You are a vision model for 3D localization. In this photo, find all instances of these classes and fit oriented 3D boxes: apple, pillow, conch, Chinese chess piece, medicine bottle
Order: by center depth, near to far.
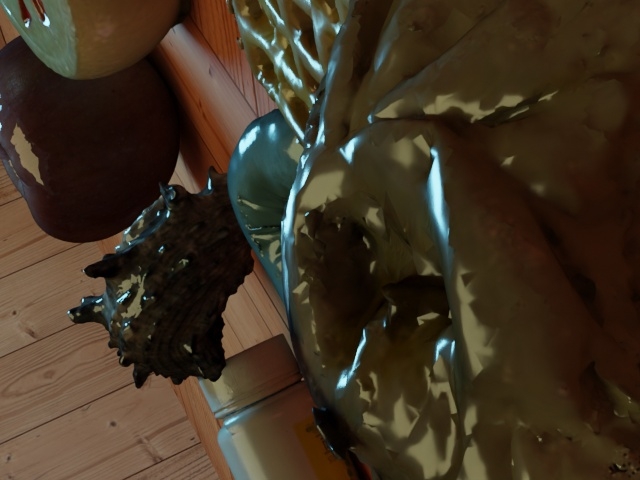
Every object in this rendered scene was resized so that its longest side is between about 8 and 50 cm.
[{"bbox_3d":[0.000,0.000,1.115,0.233,0.086,0.214,63,161,3],"label":"pillow"},{"bbox_3d":[-0.282,-0.339,1.382,0.338,0.140,0.338,47,158,27],"label":"Chinese chess piece"},{"bbox_3d":[-0.171,0.037,1.503,0.240,0.186,0.313,-65,-9,-52],"label":"conch"},{"bbox_3d":[-0.046,0.255,1.589,0.258,0.143,0.143,63,166,5],"label":"medicine bottle"},{"bbox_3d":[-0.312,-0.149,1.714,0.305,0.235,0.305,57,166,23],"label":"apple"}]

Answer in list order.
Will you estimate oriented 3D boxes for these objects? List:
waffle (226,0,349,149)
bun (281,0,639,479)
[{"bbox_3d":[0.028,-0.125,0.771,0.327,0.098,0.224,-124,18,-49],"label":"waffle"},{"bbox_3d":[0.092,0.015,0.446,0.281,0.205,0.281,176,90,-72],"label":"bun"}]
